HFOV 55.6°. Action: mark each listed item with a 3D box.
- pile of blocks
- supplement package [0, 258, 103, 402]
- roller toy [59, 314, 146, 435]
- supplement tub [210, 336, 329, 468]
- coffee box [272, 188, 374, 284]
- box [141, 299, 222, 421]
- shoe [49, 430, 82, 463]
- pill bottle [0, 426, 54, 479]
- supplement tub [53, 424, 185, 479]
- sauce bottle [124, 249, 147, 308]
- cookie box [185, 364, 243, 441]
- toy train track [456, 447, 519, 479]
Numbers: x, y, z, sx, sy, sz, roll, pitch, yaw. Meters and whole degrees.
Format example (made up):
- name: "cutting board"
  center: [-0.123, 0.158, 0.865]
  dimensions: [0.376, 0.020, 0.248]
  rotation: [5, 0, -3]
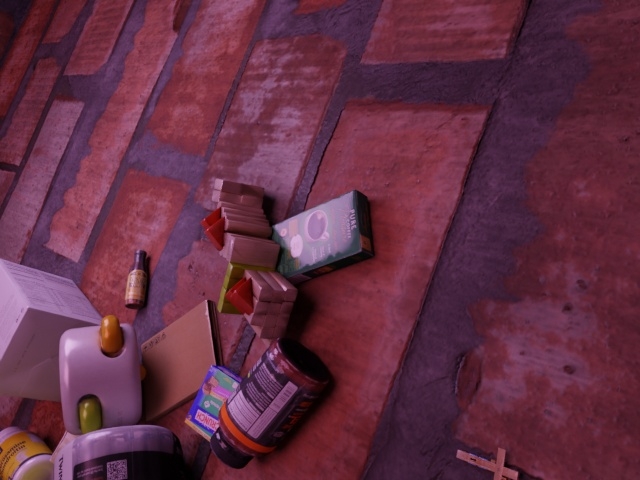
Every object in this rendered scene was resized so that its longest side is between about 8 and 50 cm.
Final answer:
- name: "pile of blocks"
  center: [-0.149, 0.026, 1.041]
  dimensions: [0.149, 0.112, 0.362]
  rotation: [-60, 34, 33]
- name: "supplement package"
  center: [-0.646, 0.200, 1.363]
  dimensions: [0.262, 0.198, 0.199]
  rotation: [31, 93, 44]
- name: "roller toy"
  center: [-0.400, 0.251, 1.127]
  dimensions: [0.191, 0.146, 0.209]
  rotation: [145, 119, -66]
- name: "supplement tub"
  center: [-0.083, 0.250, 0.918]
  dimensions: [0.198, 0.106, 0.106]
  rotation: [-52, 46, 11]
- name: "coffee box"
  center: [0.000, 0.000, 1.003]
  dimensions: [0.184, 0.040, 0.113]
  rotation: [-23, 59, 32]
- name: "box"
  center: [-0.265, 0.228, 1.143]
  dimensions: [0.201, 0.021, 0.164]
  rotation: [-34, 52, 25]
- name: "shoe"
  center: [-0.482, 0.359, 1.229]
  dimensions: [0.219, 0.058, 0.076]
  rotation: [-69, 15, -3]
- name: "pill bottle"
  center: [-0.634, 0.471, 1.296]
  dimensions: [0.184, 0.103, 0.103]
  rotation: [16, 82, 44]
- name: "supplement tub"
  center: [-0.301, 0.479, 0.932]
  dimensions: [0.207, 0.207, 0.338]
  rotation: [-35, 51, 24]
- name: "sauce bottle"
  center: [-0.396, 0.083, 1.308]
  dimensions: [0.042, 0.042, 0.128]
  rotation: [-20, 61, 33]
- name: "cookie box"
  center: [-0.164, 0.277, 1.010]
  dimensions: [0.091, 0.040, 0.107]
  rotation: [24, 88, 32]
- name: "toy train track"
  center: [0.202, 0.268, 0.727]
  dimensions: [0.083, 0.014, 0.048]
  rotation: [5, 81, 48]
